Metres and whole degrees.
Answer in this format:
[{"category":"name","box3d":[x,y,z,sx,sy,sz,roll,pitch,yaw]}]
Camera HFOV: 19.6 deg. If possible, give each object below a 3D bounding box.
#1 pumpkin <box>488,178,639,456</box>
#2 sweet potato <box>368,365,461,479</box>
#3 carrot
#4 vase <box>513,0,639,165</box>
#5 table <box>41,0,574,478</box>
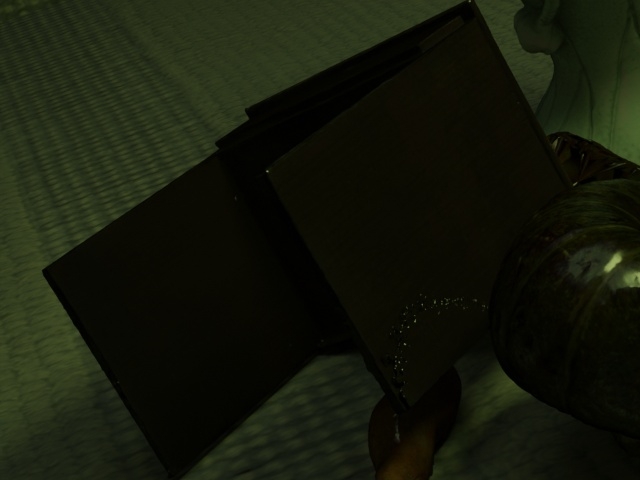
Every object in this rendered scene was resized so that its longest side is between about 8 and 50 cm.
[{"category":"pumpkin","box3d":[0.209,0.058,1.158,0.219,0.162,0.219,11,18,-4]},{"category":"sweet potato","box3d":[0.057,0.132,1.233,0.056,0.056,0.195,-9,25,20]},{"category":"carrot","box3d":[0.243,-0.039,1.513,0.069,0.069,0.229,-23,23,-16]},{"category":"vase","box3d":[0.232,-0.271,1.571,0.250,0.445,0.250,-12,36,9]},{"category":"table","box3d":[0.000,0.000,1.328,0.250,0.196,0.282,-20,13,43]}]
